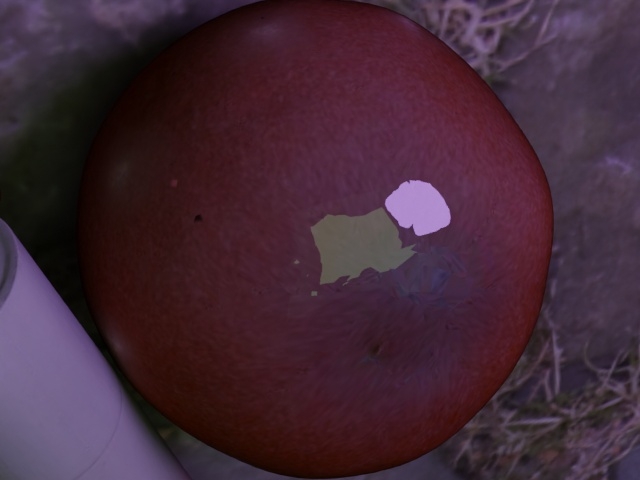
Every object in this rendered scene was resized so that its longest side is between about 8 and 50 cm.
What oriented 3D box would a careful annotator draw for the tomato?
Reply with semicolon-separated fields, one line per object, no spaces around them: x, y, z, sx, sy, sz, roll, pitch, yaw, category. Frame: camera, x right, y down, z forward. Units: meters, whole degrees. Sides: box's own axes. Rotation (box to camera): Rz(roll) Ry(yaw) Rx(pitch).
0.000;0.000;0.637;0.255;0.224;0.256;-7;117;-14;tomato

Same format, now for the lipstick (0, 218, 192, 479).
-0.131;0.112;0.624;0.087;0.087;0.327;-33;143;-9;lipstick
